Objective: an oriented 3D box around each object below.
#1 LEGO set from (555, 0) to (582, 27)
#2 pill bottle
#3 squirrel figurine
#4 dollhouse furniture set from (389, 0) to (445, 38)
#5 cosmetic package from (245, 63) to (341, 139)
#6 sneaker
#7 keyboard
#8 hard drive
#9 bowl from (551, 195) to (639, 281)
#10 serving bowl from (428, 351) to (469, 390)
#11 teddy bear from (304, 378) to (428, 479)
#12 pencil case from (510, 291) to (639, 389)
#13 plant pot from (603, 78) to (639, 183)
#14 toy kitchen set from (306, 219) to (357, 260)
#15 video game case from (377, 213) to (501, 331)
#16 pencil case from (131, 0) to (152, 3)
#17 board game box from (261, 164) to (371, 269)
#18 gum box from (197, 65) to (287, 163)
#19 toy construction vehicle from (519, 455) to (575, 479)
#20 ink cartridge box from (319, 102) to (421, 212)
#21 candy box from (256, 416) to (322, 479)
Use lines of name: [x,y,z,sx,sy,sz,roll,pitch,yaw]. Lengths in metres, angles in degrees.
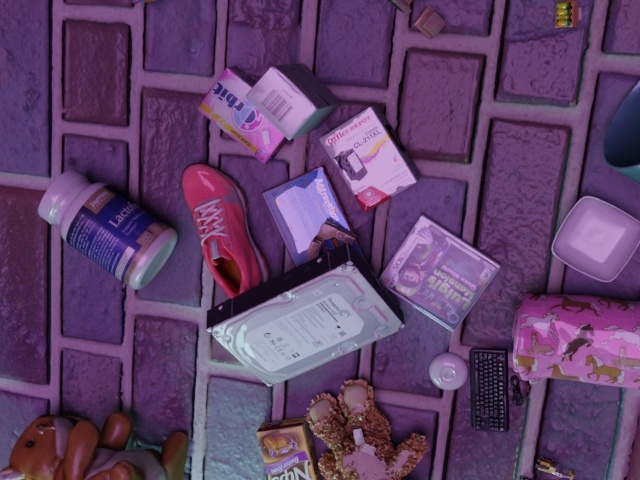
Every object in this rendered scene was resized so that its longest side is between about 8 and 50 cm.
LEGO set: [0.467,-0.517,1.516,0.132,0.107,0.287,32,108,4]
pill bottle: [-0.448,-0.028,1.824,0.265,0.153,0.153,34,108,3]
squirrel figurine: [-0.531,0.574,1.935,0.370,0.281,0.397,11,103,17]
dollhouse furniture set: [0.161,-0.613,1.602,0.355,0.174,0.303,37,97,-28]
cosmetic package: [-0.046,-0.266,1.631,0.117,0.231,0.085,45,109,-1]
sneaker: [-0.199,-0.014,1.778,0.116,0.136,0.314,-23,97,16]
keyboard: [0.363,0.310,1.786,0.108,0.023,0.180,-1,104,13]
hard drive: [-0.029,0.161,1.759,0.339,0.064,0.237,-26,130,16]
bowl: [0.526,-0.007,1.655,0.142,0.053,0.142,29,108,4]
serving bowl: [0.265,0.275,1.797,0.083,0.027,0.083,3,104,11]
teddy bear: [0.104,0.457,1.851,0.338,0.113,0.245,46,102,7]
pencil case: [0.558,0.201,1.644,0.386,0.160,0.167,5,133,11]
plant pot: [0.674,-0.176,1.467,0.235,0.293,0.293,34,109,-11]
toy kitchen set: [0.019,0.016,1.741,0.075,0.068,0.083,26,108,6]
video game case: [0.238,0.067,1.756,0.190,0.022,0.173,33,109,3]
pencil case: [-0.364,-0.586,1.701,0.104,0.104,0.236,-16,97,16]
board game box: [0.000,0.000,1.793,0.145,0.027,0.281,-22,97,18]
gum box: [-0.146,-0.257,1.745,0.188,0.062,0.107,40,108,1]
toy construction vehicle: [0.468,0.499,1.800,0.098,0.035,0.086,20,107,8]
ink cartridge box: [0.097,-0.163,1.706,0.127,0.072,0.175,-31,95,19]
candy box: [-0.063,0.491,1.914,0.109,0.053,0.186,-11,102,15]
